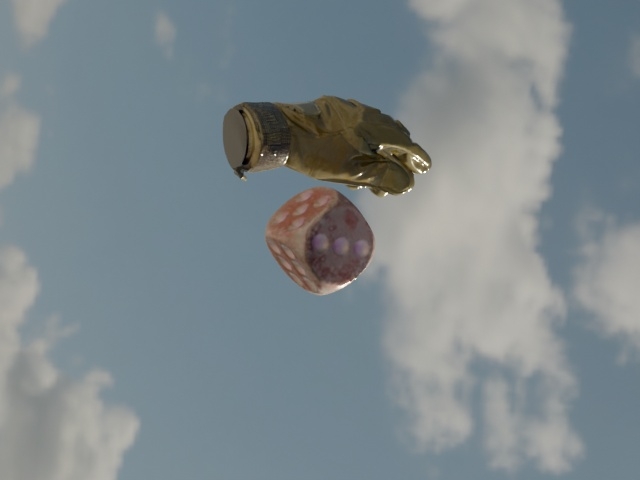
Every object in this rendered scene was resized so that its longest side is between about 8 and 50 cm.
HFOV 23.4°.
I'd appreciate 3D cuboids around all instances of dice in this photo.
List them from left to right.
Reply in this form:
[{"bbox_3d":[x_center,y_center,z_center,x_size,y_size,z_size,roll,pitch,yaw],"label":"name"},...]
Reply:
[{"bbox_3d":[0.000,0.000,1.743,0.091,0.093,0.094,-42,-154,-17],"label":"dice"}]

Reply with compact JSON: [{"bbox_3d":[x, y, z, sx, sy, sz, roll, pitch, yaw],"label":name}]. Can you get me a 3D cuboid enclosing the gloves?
[{"bbox_3d":[0.021,-0.143,2.284,0.154,0.331,0.141,1,-94,62],"label":"gloves"}]
